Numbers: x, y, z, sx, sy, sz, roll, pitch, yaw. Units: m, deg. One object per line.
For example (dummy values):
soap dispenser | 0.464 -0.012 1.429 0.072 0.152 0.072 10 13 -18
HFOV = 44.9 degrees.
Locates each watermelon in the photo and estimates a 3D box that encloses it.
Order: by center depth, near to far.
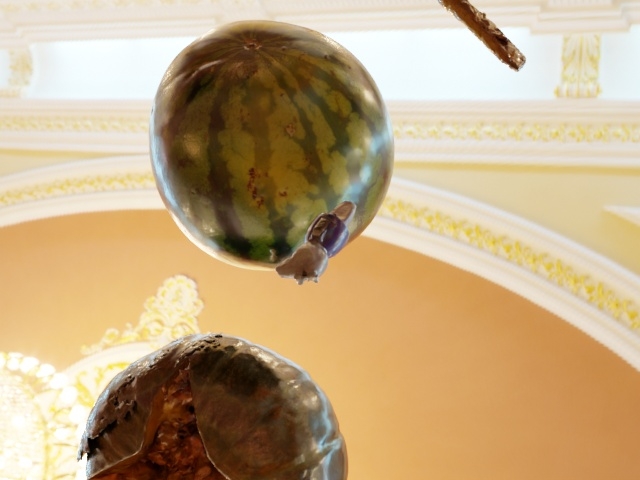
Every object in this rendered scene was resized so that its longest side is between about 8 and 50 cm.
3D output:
watermelon | -0.058 -0.106 0.896 0.285 0.285 0.285 -8 -116 15

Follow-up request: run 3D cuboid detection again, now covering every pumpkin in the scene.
pumpkin | -0.120 0.258 0.904 0.320 0.192 0.320 4 -79 22

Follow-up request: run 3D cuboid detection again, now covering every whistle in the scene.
whistle | 0.000 0.000 0.528 0.033 0.029 0.083 15 -134 24

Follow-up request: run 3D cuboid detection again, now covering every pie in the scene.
pie | 0.223 -0.304 1.087 0.191 0.088 0.033 46 -65 14
